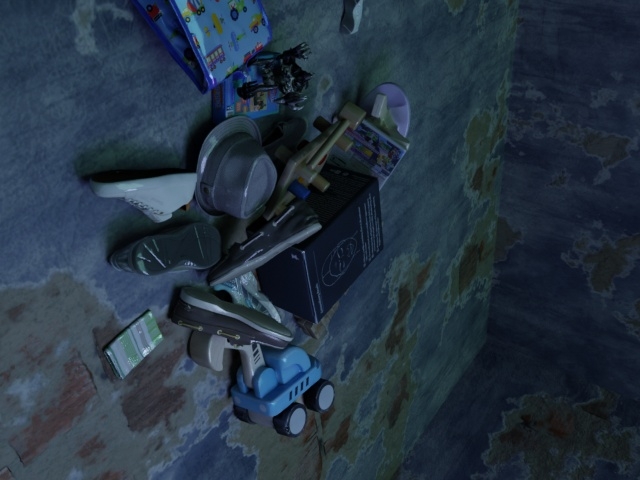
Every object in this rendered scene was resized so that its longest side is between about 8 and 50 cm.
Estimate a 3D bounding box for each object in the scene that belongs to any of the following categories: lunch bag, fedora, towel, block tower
[{"bbox_3d":[-0.225,-0.469,1.355,0.221,0.138,0.293,-50,125,-30],"label":"lunch bag"},{"bbox_3d":[-0.194,-0.161,1.629,0.244,0.124,0.275,-31,144,-47],"label":"fedora"},{"bbox_3d":[-0.455,0.257,1.600,0.152,0.023,0.113,-45,142,-35],"label":"towel"},{"bbox_3d":[0.030,0.170,2.250,0.335,0.091,0.097,-57,147,-22],"label":"block tower"}]

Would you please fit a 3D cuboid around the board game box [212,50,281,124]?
[{"bbox_3d":[-0.184,-0.386,1.636,0.210,0.047,0.160,-26,128,-49],"label":"board game box"}]

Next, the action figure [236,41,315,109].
[{"bbox_3d":[-0.086,-0.401,1.604,0.276,0.141,0.164,-19,110,-51],"label":"action figure"}]

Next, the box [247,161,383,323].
[{"bbox_3d":[0.000,0.000,1.988,0.395,0.212,0.293,-45,142,-36],"label":"box"}]

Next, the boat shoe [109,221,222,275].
[{"bbox_3d":[-0.357,0.024,1.567,0.320,0.103,0.118,-19,104,-59],"label":"boat shoe"}]

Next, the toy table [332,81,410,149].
[{"bbox_3d":[0.179,-0.353,2.063,0.161,0.252,0.274,-46,144,-57],"label":"toy table"}]

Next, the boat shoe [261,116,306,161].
[{"bbox_3d":[-0.108,-0.294,1.802,0.184,0.066,0.063,-43,141,-23],"label":"boat shoe"}]

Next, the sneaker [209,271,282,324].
[{"bbox_3d":[-0.217,0.183,1.832,0.122,0.110,0.283,-42,116,-23],"label":"sneaker"}]

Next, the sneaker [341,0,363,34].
[{"bbox_3d":[0.099,-0.685,1.916,0.061,0.054,0.152,-31,138,-59],"label":"sneaker"}]

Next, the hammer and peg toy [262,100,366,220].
[{"bbox_3d":[-0.033,-0.222,1.750,0.266,0.127,0.361,-45,171,-39],"label":"hammer and peg toy"}]

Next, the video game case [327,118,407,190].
[{"bbox_3d":[0.139,-0.266,2.012,0.183,0.201,0.023,-57,173,32],"label":"video game case"}]

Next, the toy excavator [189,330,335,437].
[{"bbox_3d":[-0.184,0.381,1.967,0.433,0.222,0.444,-30,117,-46],"label":"toy excavator"}]

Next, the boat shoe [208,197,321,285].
[{"bbox_3d":[-0.158,0.006,1.700,0.335,0.095,0.112,-29,171,6],"label":"boat shoe"}]

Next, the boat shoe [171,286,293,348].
[{"bbox_3d":[-0.231,0.225,1.718,0.325,0.116,0.096,23,98,-18],"label":"boat shoe"}]

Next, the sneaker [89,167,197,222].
[{"bbox_3d":[-0.381,-0.093,1.435,0.290,0.106,0.123,-11,113,-57],"label":"sneaker"}]
